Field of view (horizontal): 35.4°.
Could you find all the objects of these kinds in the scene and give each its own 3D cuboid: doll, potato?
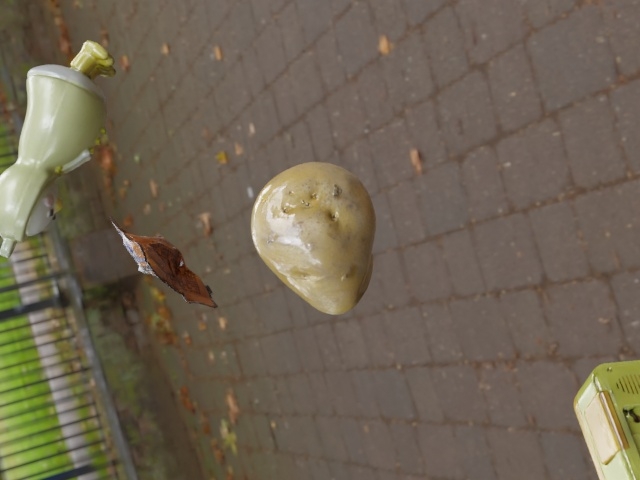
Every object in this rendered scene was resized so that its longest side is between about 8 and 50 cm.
[{"bbox_3d":[-0.349,-0.115,1.303,0.141,0.117,0.296,171,114,-75],"label":"doll"},{"bbox_3d":[0.000,0.000,0.541,0.062,0.068,0.083,53,167,45],"label":"potato"}]

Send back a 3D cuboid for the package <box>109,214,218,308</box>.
[{"bbox_3d":[-0.127,0.015,0.788,0.111,0.033,0.077,33,160,49],"label":"package"}]

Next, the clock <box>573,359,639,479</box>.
[{"bbox_3d":[0.418,0.257,1.266,0.096,0.143,0.202,98,165,-53],"label":"clock"}]
